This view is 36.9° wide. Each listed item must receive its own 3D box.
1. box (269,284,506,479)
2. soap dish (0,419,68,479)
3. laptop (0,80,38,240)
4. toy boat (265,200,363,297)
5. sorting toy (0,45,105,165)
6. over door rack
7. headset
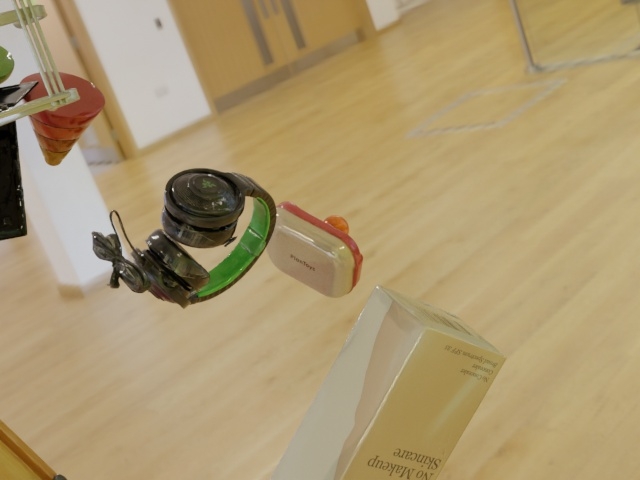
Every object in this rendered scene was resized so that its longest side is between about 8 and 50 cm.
[{"bbox_3d":[0.073,0.228,1.163,0.311,0.148,0.121,-63,34,10],"label":"box"},{"bbox_3d":[-0.435,0.279,1.110,0.118,0.291,0.229,-43,6,9],"label":"soap dish"},{"bbox_3d":[-0.482,-0.093,1.225,0.234,0.264,0.136,-11,-16,0],"label":"laptop"},{"bbox_3d":[0.000,0.000,1.926,0.231,0.151,0.151,29,46,23],"label":"toy boat"},{"bbox_3d":[-0.495,-0.208,1.396,0.365,0.126,0.127,22,35,4],"label":"sorting toy"},{"bbox_3d":[-0.445,-0.224,1.067,0.108,0.240,0.324,-12,13,37],"label":"over door rack"},{"bbox_3d":[-0.205,0.015,1.549,0.185,0.243,0.394,42,22,28],"label":"headset"}]
